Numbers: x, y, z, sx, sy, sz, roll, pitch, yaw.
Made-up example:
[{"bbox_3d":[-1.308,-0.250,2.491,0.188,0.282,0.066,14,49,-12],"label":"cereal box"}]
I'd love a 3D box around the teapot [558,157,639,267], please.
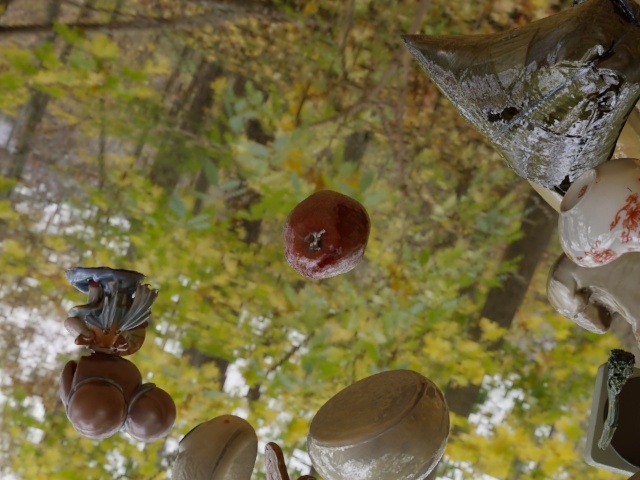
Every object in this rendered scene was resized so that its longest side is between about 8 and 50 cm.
[{"bbox_3d":[0.384,-0.041,1.257,0.116,0.159,0.245,22,-165,-2],"label":"teapot"}]

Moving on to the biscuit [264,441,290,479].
[{"bbox_3d":[-0.085,0.489,1.918,0.023,0.140,0.118,-6,-168,-23],"label":"biscuit"}]

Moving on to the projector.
[{"bbox_3d":[0.788,0.451,2.276,0.257,0.259,0.079,16,159,0],"label":"projector"}]

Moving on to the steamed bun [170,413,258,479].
[{"bbox_3d":[-0.219,0.454,1.864,0.131,0.228,0.177,18,174,26],"label":"steamed bun"}]

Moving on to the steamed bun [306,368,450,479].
[{"bbox_3d":[0.099,0.312,1.454,0.145,0.232,0.232,62,169,-14],"label":"steamed bun"}]

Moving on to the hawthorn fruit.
[{"bbox_3d":[0.000,0.000,1.590,0.163,0.162,0.203,21,-161,12],"label":"hawthorn fruit"}]

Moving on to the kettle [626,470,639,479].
[{"bbox_3d":[0.407,0.391,0.993,0.240,0.255,0.165,-1,-156,-6],"label":"kettle"}]

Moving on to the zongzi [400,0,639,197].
[{"bbox_3d":[0.300,-0.299,1.458,0.432,0.208,0.403,41,164,15],"label":"zongzi"}]

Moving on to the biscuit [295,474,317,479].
[{"bbox_3d":[-0.059,0.644,2.236,0.026,0.175,0.124,11,152,34],"label":"biscuit"}]

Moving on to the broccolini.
[{"bbox_3d":[0.543,0.297,1.725,0.051,0.239,0.054,-7,-146,-6],"label":"broccolini"}]

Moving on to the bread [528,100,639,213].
[{"bbox_3d":[0.554,-0.216,1.821,0.376,0.348,0.253,43,-153,-24],"label":"bread"}]

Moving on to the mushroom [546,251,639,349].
[{"bbox_3d":[0.642,0.087,2.165,0.397,0.224,0.314,27,180,-31],"label":"mushroom"}]

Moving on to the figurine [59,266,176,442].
[{"bbox_3d":[-0.477,0.263,2.142,0.248,0.388,0.277,-9,162,37],"label":"figurine"}]
